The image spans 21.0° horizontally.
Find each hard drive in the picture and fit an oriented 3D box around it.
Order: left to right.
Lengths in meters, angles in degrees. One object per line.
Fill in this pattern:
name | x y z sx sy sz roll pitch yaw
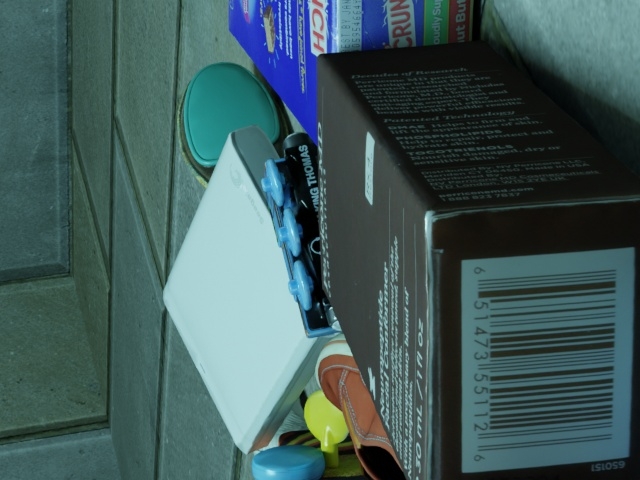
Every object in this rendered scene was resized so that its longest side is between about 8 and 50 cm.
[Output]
hard drive | -0.068 0.056 1.672 0.203 0.040 0.307 61 151 20

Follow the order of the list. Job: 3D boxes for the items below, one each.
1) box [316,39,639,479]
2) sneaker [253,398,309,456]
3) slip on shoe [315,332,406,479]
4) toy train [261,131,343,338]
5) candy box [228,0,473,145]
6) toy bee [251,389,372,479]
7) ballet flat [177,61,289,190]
box | 0.091 0.006 1.101 0.381 0.143 0.191 -112 20 -70
sneaker | -0.051 0.210 1.927 0.237 0.085 0.086 -123 34 -61
slip on shoe | 0.062 0.138 1.307 0.101 0.123 0.331 -65 16 -5
toy train | 0.000 0.000 1.473 0.105 0.080 0.184 93 163 -67
candy box | 0.017 -0.241 1.373 0.317 0.122 0.268 -121 28 -59
toy bee | 0.013 0.264 1.652 0.298 0.162 0.195 -76 -18 -55
ballet flat | -0.073 -0.055 1.832 0.348 0.123 0.123 -117 24 -47
